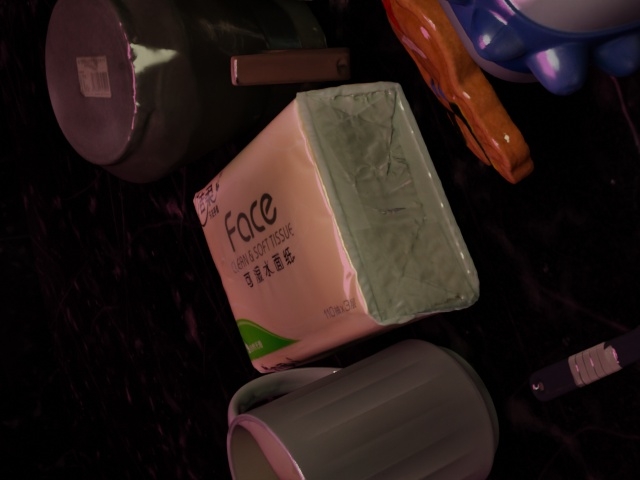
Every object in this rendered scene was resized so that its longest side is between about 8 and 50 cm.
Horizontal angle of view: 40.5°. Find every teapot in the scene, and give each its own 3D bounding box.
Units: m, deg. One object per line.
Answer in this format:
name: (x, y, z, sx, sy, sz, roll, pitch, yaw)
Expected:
teapot: (-0.159, -0.251, 1.253, 0.376, 0.362, 0.305, 11, 110, 45)

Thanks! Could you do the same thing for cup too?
cup: (0.042, 0.276, 1.241, 0.323, 0.327, 0.236, 34, 133, 44)

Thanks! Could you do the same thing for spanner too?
spanner: (0.336, 0.128, 1.002, 0.087, 0.024, 0.316, 65, 150, 13)

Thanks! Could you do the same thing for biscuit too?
biscuit: (0.128, -0.207, 0.959, 0.333, 0.047, 0.202, 56, -176, -21)

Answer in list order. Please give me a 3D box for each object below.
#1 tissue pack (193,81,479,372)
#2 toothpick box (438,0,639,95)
tissue pack: (0.000, 0.000, 1.281, 0.405, 0.205, 0.331, -32, 75, 57)
toothpick box: (0.184, -0.297, 0.785, 0.354, 0.263, 0.263, 64, 148, 10)
